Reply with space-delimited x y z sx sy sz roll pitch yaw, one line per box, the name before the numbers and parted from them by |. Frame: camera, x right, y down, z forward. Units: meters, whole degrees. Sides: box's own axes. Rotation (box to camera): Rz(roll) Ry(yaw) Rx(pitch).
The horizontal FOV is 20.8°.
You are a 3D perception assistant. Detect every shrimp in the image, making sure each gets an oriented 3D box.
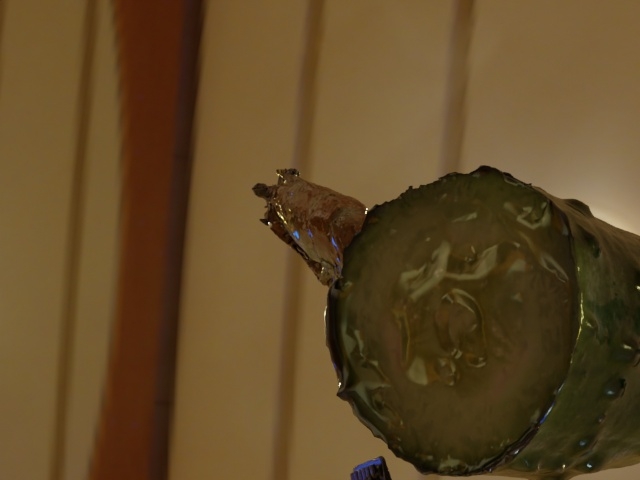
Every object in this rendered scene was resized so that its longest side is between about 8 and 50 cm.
shrimp | 0.000 0.000 1.055 0.184 0.043 0.091 47 -25 54

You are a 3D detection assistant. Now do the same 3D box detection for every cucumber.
cucumber | 0.125 0.048 0.802 0.134 0.244 0.134 -11 -107 41

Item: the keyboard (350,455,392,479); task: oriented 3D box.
keyboard | 0.045 0.244 1.161 0.074 0.015 0.196 147 -63 -65
